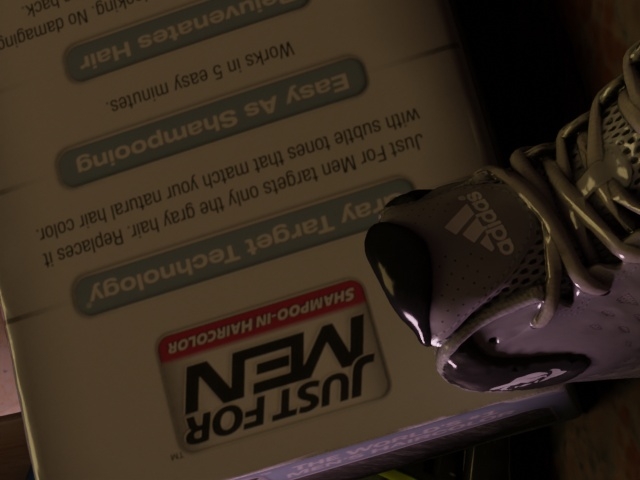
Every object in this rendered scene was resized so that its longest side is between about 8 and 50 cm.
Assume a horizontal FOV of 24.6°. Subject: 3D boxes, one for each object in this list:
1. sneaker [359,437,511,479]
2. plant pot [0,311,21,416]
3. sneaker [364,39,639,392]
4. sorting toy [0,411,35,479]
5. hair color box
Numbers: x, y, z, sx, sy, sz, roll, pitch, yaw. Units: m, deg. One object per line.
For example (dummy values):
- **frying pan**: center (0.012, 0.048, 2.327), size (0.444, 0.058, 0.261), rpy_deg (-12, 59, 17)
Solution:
- **sneaker**: center (0.000, 0.000, 0.695), size (0.147, 0.145, 0.384), rpy_deg (37, -148, -69)
- **plant pot**: center (-0.277, 0.089, 1.197), size (0.334, 0.306, 0.333), rpy_deg (162, 90, -75)
- **sneaker**: center (0.081, -0.015, 0.372), size (0.228, 0.132, 0.086), rpy_deg (106, 149, -55)
- **sorting toy**: center (-0.075, 0.208, 0.786), size (0.089, 0.257, 0.255), rpy_deg (-4, 96, 66)
- **hair color box**: center (-0.041, -0.088, 0.582), size (0.113, 0.185, 0.374), rpy_deg (44, -150, -72)
